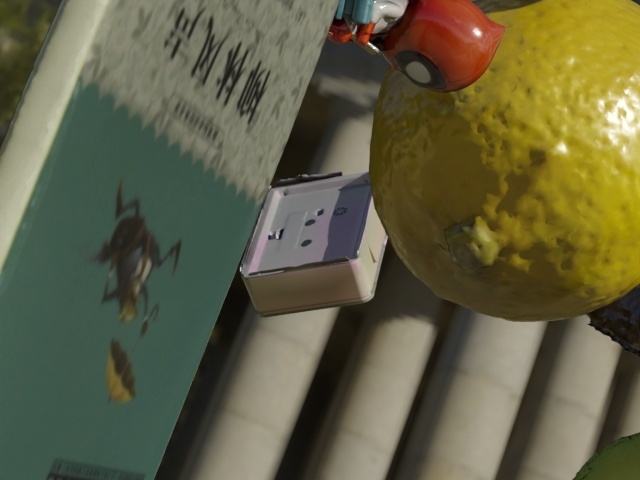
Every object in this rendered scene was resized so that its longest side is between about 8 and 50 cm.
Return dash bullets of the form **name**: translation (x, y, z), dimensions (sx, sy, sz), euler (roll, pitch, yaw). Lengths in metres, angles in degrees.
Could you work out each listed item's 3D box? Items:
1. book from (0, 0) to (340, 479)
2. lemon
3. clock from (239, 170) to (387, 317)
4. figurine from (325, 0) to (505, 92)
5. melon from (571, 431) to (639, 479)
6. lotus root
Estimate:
- **book**: translation (-0.069, -0.045, 0.839), dimensions (0.031, 0.379, 0.264), euler (19, -4, 17)
- **lemon**: translation (0.197, -0.084, 1.769), dimensions (0.336, 0.336, 0.336), euler (18, -22, 8)
- **clock**: translation (0.000, 0.000, 2.215), dimensions (0.147, 0.192, 0.071), euler (-9, -58, 16)
- **figurine**: translation (0.054, -0.144, 1.278), dimensions (0.140, 0.075, 0.068), euler (14, 7, -15)
- **melon**: translation (0.311, 0.218, 1.689), dimensions (0.210, 0.118, 0.064), euler (-2, 6, 33)
- **lotus root**: translation (0.365, 0.063, 1.931), dimensions (0.167, 0.078, 0.329), euler (-6, 16, -22)
